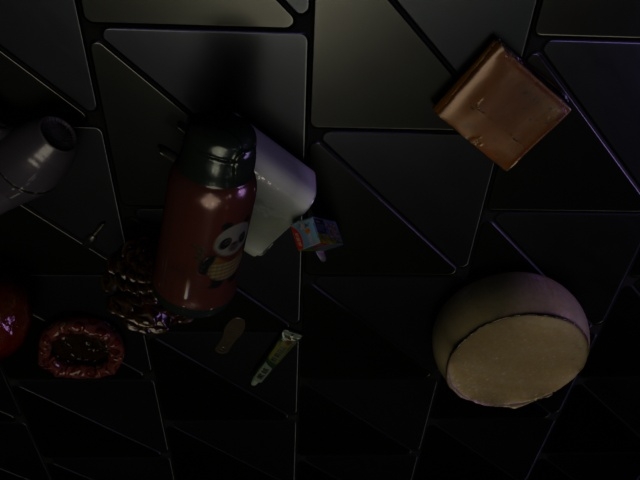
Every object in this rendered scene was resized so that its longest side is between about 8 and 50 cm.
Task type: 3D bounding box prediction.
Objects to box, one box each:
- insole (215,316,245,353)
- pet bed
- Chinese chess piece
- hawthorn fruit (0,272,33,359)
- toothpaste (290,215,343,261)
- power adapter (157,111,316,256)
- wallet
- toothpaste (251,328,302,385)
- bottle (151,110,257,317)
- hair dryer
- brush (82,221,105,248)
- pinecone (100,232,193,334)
[{"bbox_3d":[-0.208,0.221,1.458,0.045,0.002,0.135,21,127,-18],"label":"insole"},{"bbox_3d":[-0.540,0.244,1.432,0.201,0.053,0.201,-5,130,-6],"label":"pet bed"},{"bbox_3d":[0.419,0.224,1.403,0.337,0.141,0.338,-2,130,-3],"label":"Chinese chess piece"},{"bbox_3d":[-0.673,0.164,1.260,0.185,0.202,0.185,-2,139,-2],"label":"hawthorn fruit"},{"bbox_3d":[0.000,0.000,1.159,0.044,0.193,0.070,-19,85,13],"label":"toothpaste"},{"bbox_3d":[-0.159,-0.111,1.101,0.255,0.124,0.187,34,120,-26],"label":"power adapter"},{"bbox_3d":[0.308,-0.228,1.079,0.195,0.042,0.161,30,119,-23],"label":"wallet"},{"bbox_3d":[-0.113,0.278,1.494,0.049,0.031,0.204,23,123,-21],"label":"toothpaste"},{"bbox_3d":[-0.180,-0.041,0.987,0.143,0.144,0.336,9,128,-10],"label":"bottle"},{"bbox_3d":[-0.607,-0.193,1.046,0.301,0.121,0.361,-28,117,30],"label":"hair dryer"},{"bbox_3d":[-0.445,-0.010,1.247,0.024,0.008,0.083,34,121,-24],"label":"brush"},{"bbox_3d":[-0.322,0.091,1.225,0.207,0.208,0.208,-1,130,-2],"label":"pinecone"}]
